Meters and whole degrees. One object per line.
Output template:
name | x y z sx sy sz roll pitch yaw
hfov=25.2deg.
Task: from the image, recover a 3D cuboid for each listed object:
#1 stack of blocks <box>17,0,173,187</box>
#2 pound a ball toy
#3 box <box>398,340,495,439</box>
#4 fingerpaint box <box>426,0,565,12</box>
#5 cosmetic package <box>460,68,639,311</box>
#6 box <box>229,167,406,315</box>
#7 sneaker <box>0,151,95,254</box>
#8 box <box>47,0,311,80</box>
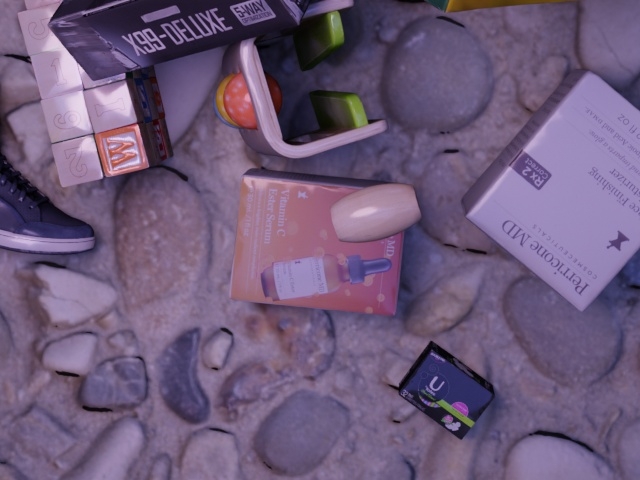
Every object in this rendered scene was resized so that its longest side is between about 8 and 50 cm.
stack of blocks | -0.232 -0.211 1.410 0.087 0.171 0.297 -13 96 4
pound a ball toy | -0.019 -0.104 1.332 0.135 0.319 0.208 -16 97 -5
box | 0.132 0.157 1.500 0.083 0.052 0.062 36 98 -1
fingerpaint box | 0.250 -0.393 1.145 0.163 0.444 0.371 41 128 34
cosmetic package | 0.254 -0.054 1.415 0.151 0.151 0.184 39 98 -1
box | 0.000 0.000 1.466 0.170 0.091 0.130 5 98 3
sneaker | -0.327 -0.082 1.474 0.226 0.086 0.163 17 101 2
box | -0.080 -0.292 1.293 0.242 0.307 0.076 -8 133 37
